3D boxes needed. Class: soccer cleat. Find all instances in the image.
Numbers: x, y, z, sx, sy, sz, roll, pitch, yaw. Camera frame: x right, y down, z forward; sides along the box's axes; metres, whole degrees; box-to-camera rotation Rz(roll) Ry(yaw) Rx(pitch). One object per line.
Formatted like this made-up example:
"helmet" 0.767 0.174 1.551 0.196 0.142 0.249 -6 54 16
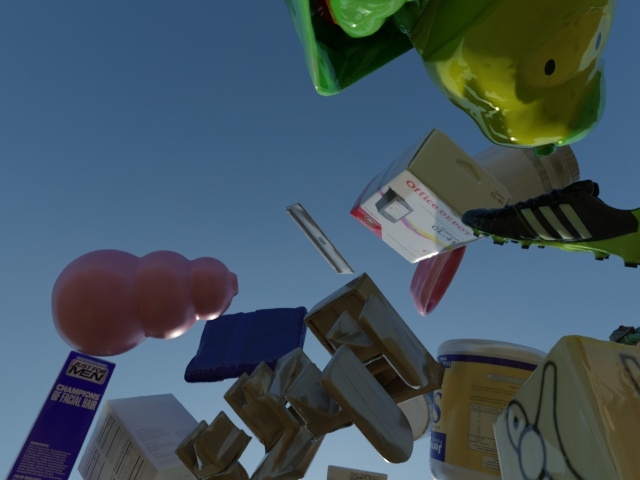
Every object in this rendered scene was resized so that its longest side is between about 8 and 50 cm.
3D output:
"soccer cleat" 0.230 -0.024 0.406 0.178 0.060 0.073 12 -79 41

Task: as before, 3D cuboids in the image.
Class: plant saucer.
"plant saucer" 0.402 0.099 1.417 0.084 0.332 0.333 27 -75 26

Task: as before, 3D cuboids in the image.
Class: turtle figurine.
"turtle figurine" 0.805 0.270 1.050 0.234 0.118 0.175 -19 -31 -34

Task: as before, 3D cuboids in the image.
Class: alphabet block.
"alphabet block" 0.295 0.232 0.370 0.193 0.197 0.193 12 -49 1

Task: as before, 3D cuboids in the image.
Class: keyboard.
"keyboard" 0.000 0.000 1.129 0.256 0.072 0.014 51 -125 -20

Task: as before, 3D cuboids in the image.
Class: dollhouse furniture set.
"dollhouse furniture set" 0.039 0.273 0.709 0.362 0.394 0.257 -38 -87 33

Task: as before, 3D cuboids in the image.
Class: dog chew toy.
"dog chew toy" -0.333 0.109 0.824 0.331 0.206 0.207 -7 -74 -17

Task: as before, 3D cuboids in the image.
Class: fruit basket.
"fruit basket" 0.150 -0.264 0.376 0.390 0.283 0.393 -1 -106 5

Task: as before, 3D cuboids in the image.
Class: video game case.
"video game case" 0.089 0.664 1.052 0.157 0.019 0.144 3 -105 11

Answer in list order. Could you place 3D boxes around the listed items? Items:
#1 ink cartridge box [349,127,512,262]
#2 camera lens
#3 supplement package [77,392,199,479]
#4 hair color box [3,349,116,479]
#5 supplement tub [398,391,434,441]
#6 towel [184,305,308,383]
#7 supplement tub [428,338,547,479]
"ink cartridge box" 0.233 -0.083 0.951 0.226 0.306 0.131 39 -110 -5
"camera lens" 0.510 -0.157 1.121 0.274 0.219 0.220 -28 -76 4
"supplement package" -0.422 0.547 1.023 0.262 0.199 0.198 25 -87 36
"hair color box" -0.558 0.426 0.852 0.110 0.339 0.185 26 -43 -24
"supplement tub" 0.327 0.573 1.412 0.194 0.194 0.316 -49 -35 10
"towel" -0.186 0.284 1.107 0.307 0.228 0.076 -9 -56 13
"supplement tub" 0.349 0.389 0.840 0.240 0.241 0.332 13 -111 -6
